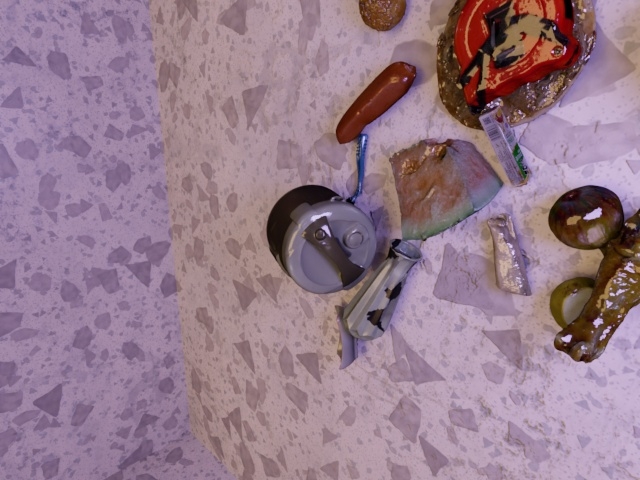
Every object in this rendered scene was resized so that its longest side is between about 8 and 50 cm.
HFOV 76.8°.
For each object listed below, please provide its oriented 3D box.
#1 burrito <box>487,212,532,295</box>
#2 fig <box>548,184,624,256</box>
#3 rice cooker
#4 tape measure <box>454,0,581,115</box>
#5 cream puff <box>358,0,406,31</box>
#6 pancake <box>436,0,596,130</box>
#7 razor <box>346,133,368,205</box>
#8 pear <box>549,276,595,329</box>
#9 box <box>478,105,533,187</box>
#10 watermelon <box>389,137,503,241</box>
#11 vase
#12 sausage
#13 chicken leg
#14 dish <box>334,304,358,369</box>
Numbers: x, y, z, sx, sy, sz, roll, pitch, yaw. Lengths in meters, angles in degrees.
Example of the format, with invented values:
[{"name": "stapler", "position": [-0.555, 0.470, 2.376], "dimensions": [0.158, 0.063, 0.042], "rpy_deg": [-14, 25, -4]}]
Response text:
[{"name": "burrito", "position": [0.496, 0.038, 1.077], "dimensions": [0.087, 0.061, 0.225], "rpy_deg": [-10, 94, 42]}, {"name": "fig", "position": [0.619, -0.003, 0.912], "dimensions": [0.149, 0.149, 0.245], "rpy_deg": [-20, 108, 46]}, {"name": "rice cooker", "position": [0.000, 0.000, 1.343], "dimensions": [0.325, 0.336, 0.334], "rpy_deg": [-135, 48, -57]}, {"name": "tape measure", "position": [0.414, -0.448, 0.893], "dimensions": [0.253, 0.114, 0.260], "rpy_deg": [-15, 94, 47]}, {"name": "cream puff", "position": [0.176, -0.699, 1.177], "dimensions": [0.150, 0.115, 0.165], "rpy_deg": [-16, 89, 50]}, {"name": "pancake", "position": [0.454, -0.464, 0.982], "dimensions": [0.383, 0.071, 0.381], "rpy_deg": [18, 117, 40]}, {"name": "razor", "position": [0.131, -0.240, 1.396], "dimensions": [0.082, 0.042, 0.252], "rpy_deg": [-123, 38, -67]}, {"name": "pear", "position": [0.616, 0.151, 0.953], "dimensions": [0.141, 0.104, 0.140], "rpy_deg": [3, 106, 12]}, {"name": "box", "position": [0.462, -0.232, 1.006], "dimensions": [0.041, 0.050, 0.207], "rpy_deg": [-19, 106, 50]}, {"name": "watermelon", "position": [0.349, -0.147, 1.140], "dimensions": [0.264, 0.151, 0.301], "rpy_deg": [-28, 62, 49]}, {"name": "vase", "position": [0.206, 0.169, 1.352], "dimensions": [0.165, 0.165, 0.359], "rpy_deg": [42, 123, 30]}, {"name": "sausage", "position": [0.158, -0.428, 1.272], "dimensions": [0.094, 0.097, 0.349], "rpy_deg": [36, 137, -20]}, {"name": "chicken leg", "position": [0.648, 0.100, 0.838], "dimensions": [0.140, 0.212, 0.360], "rpy_deg": [-111, 45, -75]}, {"name": "dish", "position": [0.099, 0.362, 1.528], "dimensions": [0.151, 0.078, 0.212], "rpy_deg": [-92, -1, -79]}]
